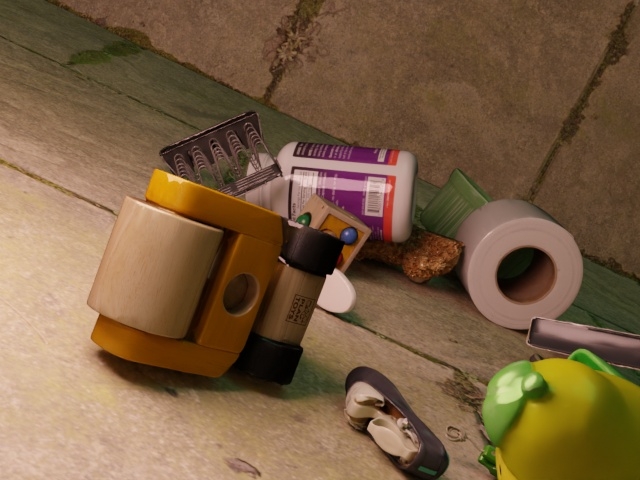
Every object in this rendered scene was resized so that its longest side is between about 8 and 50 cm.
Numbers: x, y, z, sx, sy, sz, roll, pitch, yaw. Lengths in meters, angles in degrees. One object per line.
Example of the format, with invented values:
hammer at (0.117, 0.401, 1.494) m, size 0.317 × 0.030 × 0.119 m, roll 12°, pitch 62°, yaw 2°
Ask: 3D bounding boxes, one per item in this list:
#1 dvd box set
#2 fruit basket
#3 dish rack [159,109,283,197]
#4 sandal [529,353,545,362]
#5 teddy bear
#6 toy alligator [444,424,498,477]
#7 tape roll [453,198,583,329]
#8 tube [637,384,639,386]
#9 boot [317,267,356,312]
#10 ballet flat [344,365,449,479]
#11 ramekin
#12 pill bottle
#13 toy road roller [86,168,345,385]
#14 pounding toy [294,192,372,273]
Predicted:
dvd box set at (0.602, 0.214, 1.958) m, size 0.308 × 0.062 × 0.420 m, roll 10°, pitch -3°, yaw 29°
fruit basket at (0.282, 0.263, 0.977) m, size 0.392 × 0.282 × 0.392 m, roll 20°, pitch 15°, yaw -6°
dish rack at (-0.182, -0.143, 1.894) m, size 0.271 × 0.208 × 0.074 m, roll -121°, pitch -174°, yaw -64°
sandal at (0.505, 0.267, 1.813) m, size 0.303 × 0.086 × 0.120 m, roll 25°, pitch 15°, yaw -10°
teddy bear at (0.126, 0.001, 2.139) m, size 0.338 × 0.113 × 0.245 m, roll 19°, pitch 7°, yaw 1°
toy alligator at (0.241, 0.294, 1.298) m, size 0.190 × 0.056 × 0.051 m, roll 28°, pitch -29°, yaw 14°
tape roll at (0.414, 0.047, 2.157) m, size 0.246 × 0.246 × 0.169 m, roll 24°, pitch 14°, yaw -10°
tube at (0.629, 0.300, 1.924) m, size 0.240 × 0.062 × 0.070 m, roll 63°, pitch 8°, yaw -76°
boot at (0.009, 0.063, 1.699) m, size 0.190 × 0.069 × 0.086 m, roll 34°, pitch 18°, yaw 37°
ballet flat at (0.075, 0.216, 1.238) m, size 0.074 × 0.074 × 0.203 m, roll 14°, pitch 20°, yaw -42°
ramekin at (0.376, -0.014, 2.383) m, size 0.303 × 0.148 × 0.303 m, roll 42°, pitch 11°, yaw -10°
pill bottle at (0.024, -0.098, 1.993) m, size 0.323 × 0.181 × 0.181 m, roll 6°, pitch 10°, yaw 9°
toy road roller at (-0.156, 0.035, 1.236) m, size 0.241 × 0.202 × 0.330 m, roll 22°, pitch 1°, yaw 42°
pounding toy at (0.000, 0.000, 1.839) m, size 0.141 × 0.130 × 0.100 m, roll 28°, pitch 9°, yaw -32°
